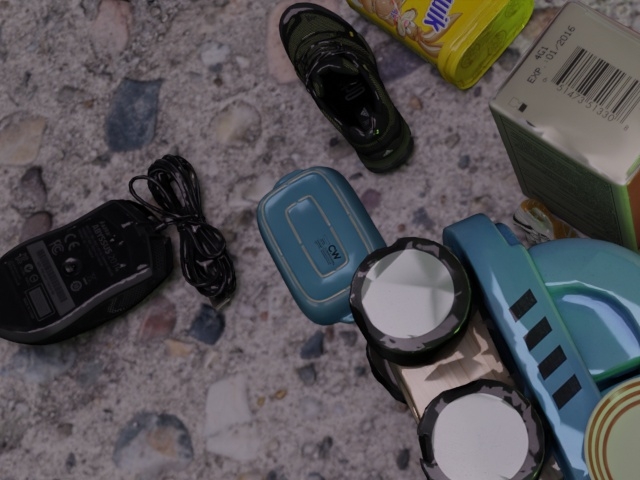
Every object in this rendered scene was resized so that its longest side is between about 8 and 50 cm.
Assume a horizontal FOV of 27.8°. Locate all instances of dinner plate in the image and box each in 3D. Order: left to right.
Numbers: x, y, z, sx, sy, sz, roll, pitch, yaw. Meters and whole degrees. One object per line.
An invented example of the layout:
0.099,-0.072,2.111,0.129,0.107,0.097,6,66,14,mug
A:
0.278,0.173,1.024,0.141,0.017,0.141,1,57,-1,dinner plate

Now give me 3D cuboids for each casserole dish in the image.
0.000,0.000,1.362,0.114,0.037,0.188,-32,67,6,casserole dish

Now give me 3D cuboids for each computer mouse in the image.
-0.236,0.038,1.410,0.272,0.072,0.188,-24,65,-5,computer mouse

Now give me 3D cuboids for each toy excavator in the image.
0.299,0.133,1.148,0.445,0.222,0.433,-25,68,-1,toy excavator

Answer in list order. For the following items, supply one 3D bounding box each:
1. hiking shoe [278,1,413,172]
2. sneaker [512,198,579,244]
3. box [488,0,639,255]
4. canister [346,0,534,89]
0.021,-0.182,1.372,0.086,0.114,0.227,-35,66,3,hiking shoe
0.229,-0.005,1.299,0.083,0.037,0.032,47,52,6,sneaker
0.266,-0.094,1.202,0.148,0.232,0.127,36,85,24,box
0.124,-0.258,1.389,0.170,0.073,0.126,39,87,26,canister
